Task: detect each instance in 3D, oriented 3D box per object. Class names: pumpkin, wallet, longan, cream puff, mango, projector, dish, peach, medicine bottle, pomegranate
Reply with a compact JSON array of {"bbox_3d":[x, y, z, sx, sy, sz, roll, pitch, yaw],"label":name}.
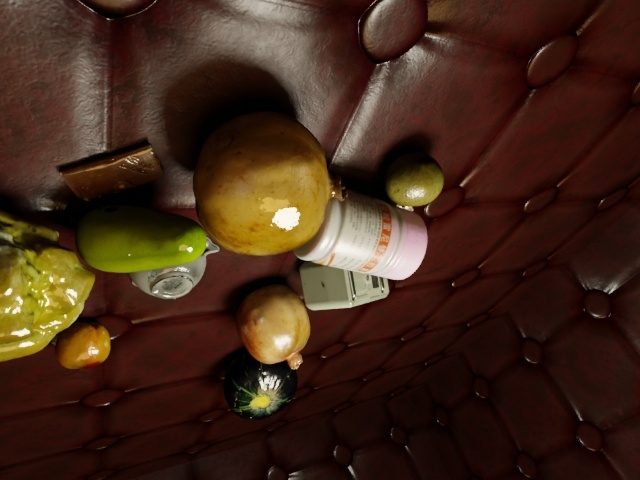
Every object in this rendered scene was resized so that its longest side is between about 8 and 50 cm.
[{"bbox_3d":[-0.241,0.547,1.789,0.295,0.296,0.296,-17,146,-12],"label":"pumpkin"},{"bbox_3d":[-0.406,-0.132,0.885,0.176,0.026,0.095,-19,149,-8],"label":"wallet"},{"bbox_3d":[0.241,-0.149,1.175,0.154,0.145,0.176,15,133,-7],"label":"longan"},{"bbox_3d":[-0.637,0.109,0.799,0.377,0.276,0.378,-2,139,-2],"label":"cream puff"},{"bbox_3d":[-0.366,-0.003,0.922,0.293,0.143,0.175,1,178,18],"label":"mango"},{"bbox_3d":[0.063,0.122,1.366,0.177,0.164,0.242,-6,174,-42],"label":"projector"},{"bbox_3d":[-0.378,0.088,1.164,0.246,0.078,0.224,-28,146,5],"label":"dish"},{"bbox_3d":[-0.647,0.285,1.225,0.138,0.138,0.138,-17,146,-12],"label":"peach"},{"bbox_3d":[0.101,-0.019,1.167,0.315,0.202,0.202,13,132,-29],"label":"medicine bottle"},{"bbox_3d":[-0.117,-0.105,0.897,0.307,0.307,0.307,-17,146,-12],"label":"pomegranate"},{"bbox_3d":[-0.139,0.281,1.419,0.228,0.271,0.252,-24,155,-17],"label":"pomegranate"}]

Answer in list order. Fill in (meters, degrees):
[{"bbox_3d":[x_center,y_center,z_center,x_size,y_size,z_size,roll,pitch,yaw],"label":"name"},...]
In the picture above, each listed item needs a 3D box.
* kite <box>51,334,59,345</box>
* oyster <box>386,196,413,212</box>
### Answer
[{"bbox_3d":[-0.729,0.274,1.263,0.122,0.004,0.090,10,133,-42],"label":"kite"},{"bbox_3d":[0.226,-0.087,1.336,0.105,0.056,0.177,-32,148,0],"label":"oyster"}]
